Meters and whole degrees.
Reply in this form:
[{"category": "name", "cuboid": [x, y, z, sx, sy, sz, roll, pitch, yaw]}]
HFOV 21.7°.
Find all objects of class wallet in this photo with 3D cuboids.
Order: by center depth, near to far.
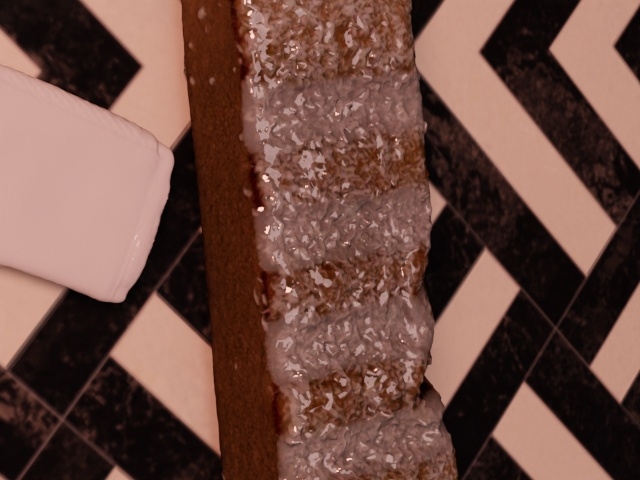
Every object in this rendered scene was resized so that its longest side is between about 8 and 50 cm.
[{"category": "wallet", "cuboid": [-0.184, -0.039, 1.093, 0.183, 0.032, 0.124, 22, 80, -38]}]

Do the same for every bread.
[{"category": "bread", "cuboid": [0.000, 0.000, 1.187, 0.165, 0.113, 0.416, -12, 100, -38]}]
